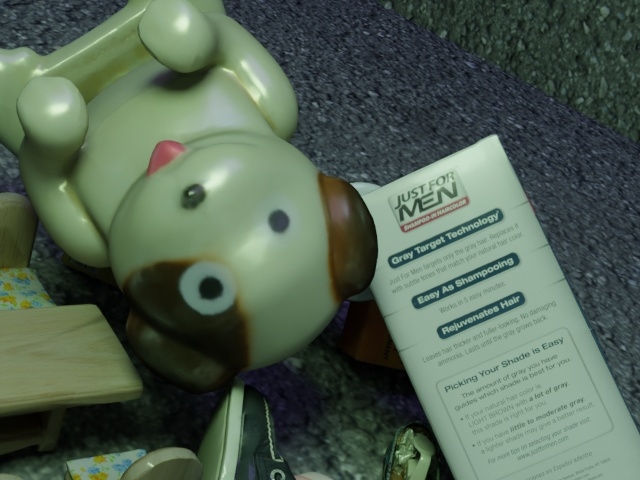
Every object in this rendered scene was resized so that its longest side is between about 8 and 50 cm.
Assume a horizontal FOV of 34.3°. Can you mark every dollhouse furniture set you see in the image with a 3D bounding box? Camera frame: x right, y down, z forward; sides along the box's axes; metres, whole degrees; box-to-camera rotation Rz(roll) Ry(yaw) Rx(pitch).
[{"bbox_3d":[-0.324,0.074,0.782,0.394,0.256,0.362,-2,36,-38],"label":"dollhouse furniture set"}]

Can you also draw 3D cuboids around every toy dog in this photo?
[{"bbox_3d":[-0.129,-0.035,0.968,0.284,0.395,0.408,-25,34,-12],"label":"toy dog"}]

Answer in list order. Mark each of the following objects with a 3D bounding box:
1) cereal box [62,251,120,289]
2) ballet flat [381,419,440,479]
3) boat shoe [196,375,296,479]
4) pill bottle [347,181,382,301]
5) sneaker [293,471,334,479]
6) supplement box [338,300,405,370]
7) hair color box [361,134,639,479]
[{"bbox_3d":[-0.181,-0.006,1.246,0.173,0.047,0.240,24,28,0],"label":"cereal box"},{"bbox_3d":[0.086,0.239,0.986,0.070,0.070,0.188,18,28,-7],"label":"ballet flat"},{"bbox_3d":[-0.046,0.247,0.813,0.113,0.127,0.340,17,29,-13],"label":"boat shoe"},{"bbox_3d":[0.000,0.000,1.200,0.130,0.130,0.246,10,-3,-22],"label":"pill bottle"},{"bbox_3d":[0.009,0.254,0.917,0.070,0.051,0.134,-11,38,-38],"label":"sneaker"},{"bbox_3d":[0.146,0.119,1.204,0.233,0.078,0.080,13,2,-18],"label":"supplement box"},{"bbox_3d":[0.164,0.094,0.995,0.105,0.174,0.347,35,31,-80],"label":"hair color box"}]
